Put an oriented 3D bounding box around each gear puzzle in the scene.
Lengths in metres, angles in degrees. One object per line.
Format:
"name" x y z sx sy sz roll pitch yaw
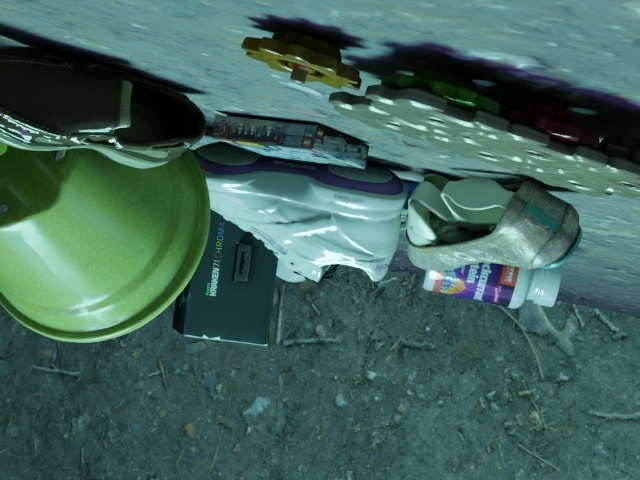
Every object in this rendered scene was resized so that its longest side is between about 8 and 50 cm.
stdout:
"gear puzzle" 0.100 -0.096 1.050 0.339 0.044 0.175 16 177 -18

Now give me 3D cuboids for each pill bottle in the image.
"pill bottle" 0.255 0.040 2.136 0.193 0.108 0.108 12 177 2

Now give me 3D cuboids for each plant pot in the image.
"plant pot" -0.285 -0.058 1.519 0.276 0.276 0.254 11 165 18

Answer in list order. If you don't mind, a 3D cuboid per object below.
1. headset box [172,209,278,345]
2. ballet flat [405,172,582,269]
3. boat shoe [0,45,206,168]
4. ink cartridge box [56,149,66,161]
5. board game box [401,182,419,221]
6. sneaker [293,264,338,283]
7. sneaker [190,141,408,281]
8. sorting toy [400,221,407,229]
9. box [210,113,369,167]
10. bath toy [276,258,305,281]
"headset box" -0.145 0.032 2.261 0.131 0.246 0.283 8 177 -9
"ballet flat" 0.161 -0.030 1.585 0.106 0.107 0.316 36 162 -22
"boat shoe" -0.209 -0.128 1.322 0.095 0.095 0.257 -8 170 39
"ink cartridge box" -0.288 -0.051 1.827 0.114 0.198 0.273 13 176 -13
"board game box" 0.027 -0.042 1.805 0.201 0.035 0.136 -4 175 7
"sneaker" 0.000 0.000 2.239 0.109 0.130 0.286 14 176 11
"sneaker" -0.053 -0.027 1.672 0.305 0.152 0.114 12 -153 19
"sorting toy" 0.106 -0.025 1.890 0.083 0.012 0.062 -9 -159 8
"box" -0.032 -0.102 1.489 0.137 0.027 0.094 10 177 36
"bath toy" -0.150 -0.020 2.520 0.348 0.151 0.129 8 -147 26
